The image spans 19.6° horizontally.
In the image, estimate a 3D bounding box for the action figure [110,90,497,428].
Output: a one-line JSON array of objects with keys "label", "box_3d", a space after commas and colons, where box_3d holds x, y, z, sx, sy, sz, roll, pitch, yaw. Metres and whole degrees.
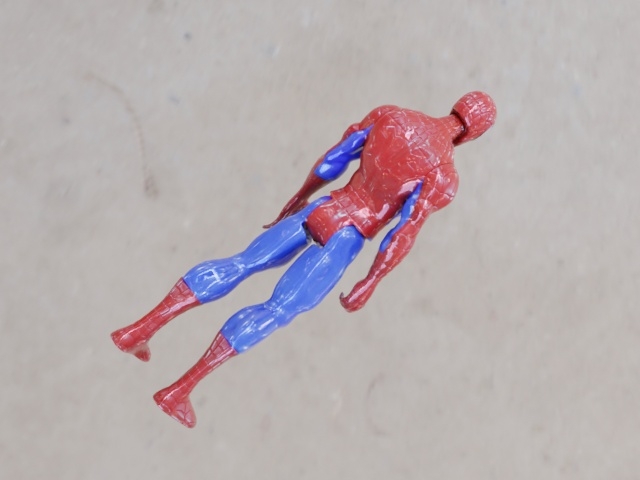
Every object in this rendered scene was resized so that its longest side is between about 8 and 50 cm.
[{"label": "action figure", "box_3d": [0.000, 0.000, 0.483, 0.115, 0.038, 0.030, -40, 151, 6]}]
